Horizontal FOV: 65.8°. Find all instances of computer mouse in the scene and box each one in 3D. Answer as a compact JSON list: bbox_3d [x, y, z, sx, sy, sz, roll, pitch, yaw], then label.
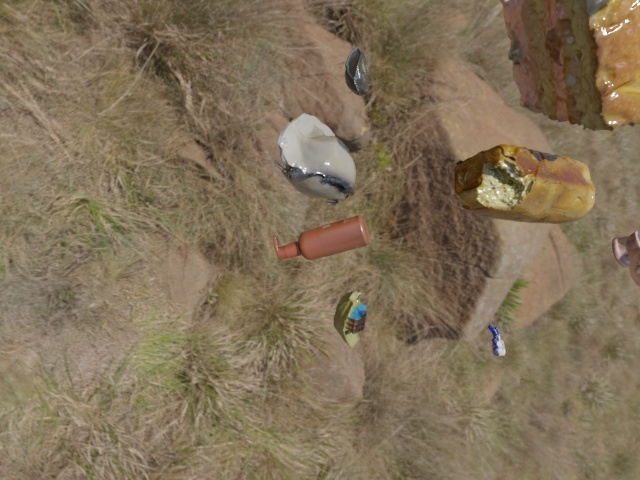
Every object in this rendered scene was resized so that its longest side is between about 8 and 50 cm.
[{"bbox_3d":[0.111,-0.523,1.549,0.106,0.062,0.192,57,30,-46],"label":"computer mouse"}]

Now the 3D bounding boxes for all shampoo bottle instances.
[{"bbox_3d":[0.001,0.002,1.276,0.085,0.244,0.085,-14,90,-78],"label":"shampoo bottle"}]

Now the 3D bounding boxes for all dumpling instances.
[{"bbox_3d":[0.013,-0.207,1.274,0.293,0.163,0.204,30,85,-44],"label":"dumpling"}]

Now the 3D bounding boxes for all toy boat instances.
[{"bbox_3d":[0.069,0.173,1.086,0.065,0.066,0.172,-45,151,-36],"label":"toy boat"}]

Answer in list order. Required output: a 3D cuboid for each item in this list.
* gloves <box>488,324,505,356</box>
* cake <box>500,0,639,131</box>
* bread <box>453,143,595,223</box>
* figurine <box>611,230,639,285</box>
[{"bbox_3d":[0.395,0.226,1.117,0.086,0.026,0.064,43,41,-50],"label":"gloves"},{"bbox_3d":[0.582,-0.419,1.029,0.293,0.307,0.314,-18,115,-3],"label":"cake"},{"bbox_3d":[0.485,-0.117,1.175,0.344,0.195,0.148,4,74,-29],"label":"bread"},{"bbox_3d":[0.513,0.000,0.597,0.133,0.276,0.200,41,38,-74],"label":"figurine"}]
